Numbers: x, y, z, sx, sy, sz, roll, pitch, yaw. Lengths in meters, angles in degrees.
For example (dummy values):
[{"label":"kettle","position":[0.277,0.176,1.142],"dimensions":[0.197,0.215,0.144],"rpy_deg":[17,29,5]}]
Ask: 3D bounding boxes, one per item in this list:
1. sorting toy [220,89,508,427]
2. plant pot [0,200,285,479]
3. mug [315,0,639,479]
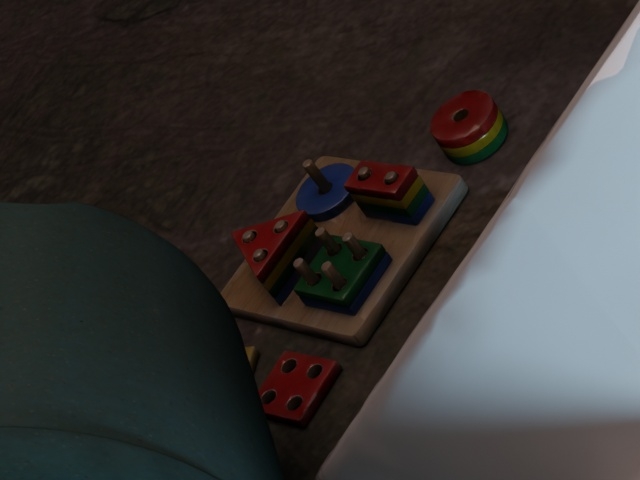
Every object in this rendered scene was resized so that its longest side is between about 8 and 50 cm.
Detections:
[{"label":"sorting toy","position":[0.000,0.000,1.079],"dimensions":[0.132,0.046,0.274],"rpy_deg":[11,58,45]},{"label":"plant pot","position":[-0.149,0.164,0.815],"dimensions":[0.341,0.341,0.334],"rpy_deg":[-30,29,9]},{"label":"mug","position":[0.191,0.069,0.436],"dimensions":[0.276,0.328,0.374],"rpy_deg":[-59,-5,34]}]
